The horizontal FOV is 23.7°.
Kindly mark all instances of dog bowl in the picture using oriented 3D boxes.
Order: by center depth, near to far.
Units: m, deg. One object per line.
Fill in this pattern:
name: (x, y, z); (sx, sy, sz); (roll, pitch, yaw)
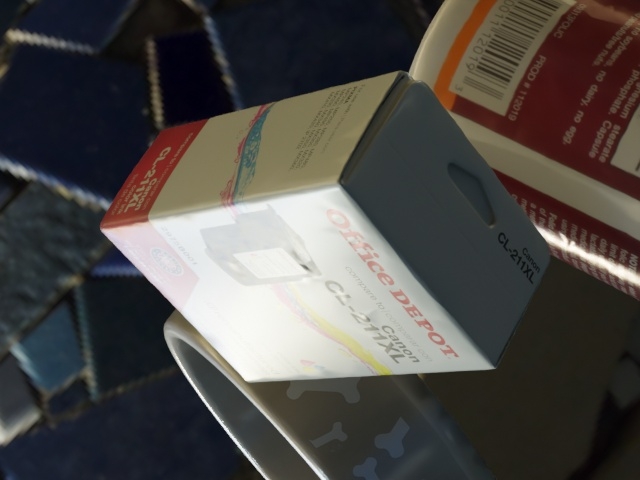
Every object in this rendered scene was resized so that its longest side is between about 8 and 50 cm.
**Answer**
dog bowl: (0.005, 0.154, 1.250); (0.102, 0.349, 0.349); (-41, -174, -14)

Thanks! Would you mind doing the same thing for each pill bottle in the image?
pill bottle: (0.278, -0.066, 1.241); (0.224, 0.392, 0.224); (-44, 150, -33)

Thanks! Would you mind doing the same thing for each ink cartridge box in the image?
ink cartridge box: (0.000, 0.000, 0.730); (0.175, 0.127, 0.072); (-9, -139, 47)
